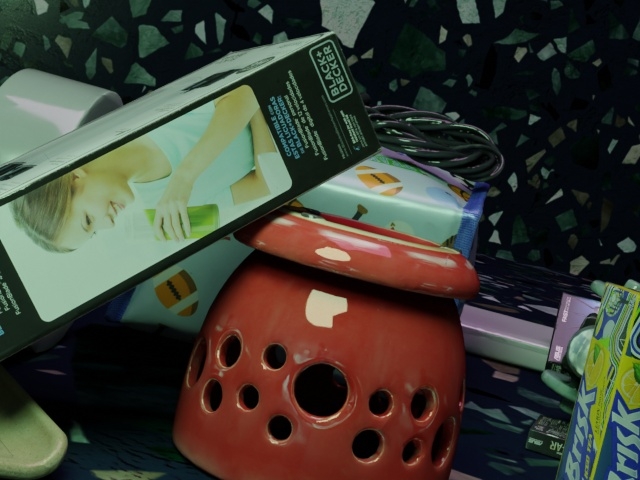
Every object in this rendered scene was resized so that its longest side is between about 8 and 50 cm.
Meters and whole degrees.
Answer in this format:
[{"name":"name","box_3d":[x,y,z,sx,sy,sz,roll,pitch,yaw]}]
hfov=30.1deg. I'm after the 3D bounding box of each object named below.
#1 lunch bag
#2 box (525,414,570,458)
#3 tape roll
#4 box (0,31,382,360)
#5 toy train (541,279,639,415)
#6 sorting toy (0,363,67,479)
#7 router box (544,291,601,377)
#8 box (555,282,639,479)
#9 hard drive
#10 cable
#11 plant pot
[{"name":"lunch bag","box_3d":[0.000,0.000,1.225,0.327,0.239,0.385,16,15,6]},{"name":"box","box_3d":[0.221,0.179,1.058,0.067,0.018,0.083,15,5,15]},{"name":"tape roll","box_3d":[-0.225,-0.023,0.956,0.072,0.219,0.219,15,5,4]},{"name":"box","box_3d":[-0.126,-0.034,0.777,0.290,0.087,0.169,-30,16,-24]},{"name":"toy train","box_3d":[0.344,0.141,1.155,0.190,0.142,0.334,31,6,28]},{"name":"sorting toy","box_3d":[-0.305,0.069,0.728,0.229,0.041,0.307,11,6,-32]},{"name":"router box","box_3d":[0.324,0.126,1.433,0.092,0.038,0.122,14,45,10]},{"name":"box","box_3d":[0.214,0.120,0.834,0.054,0.169,0.059,12,5,-11]},{"name":"hard drive","box_3d":[0.301,0.144,1.551,0.307,0.040,0.203,15,5,10]},{"name":"cable","box_3d":[0.091,-0.104,1.144,0.184,0.047,0.150,26,12,25]},{"name":"plant pot","box_3d":[0.011,0.074,0.802,0.191,0.174,0.191,14,3,-1]}]
